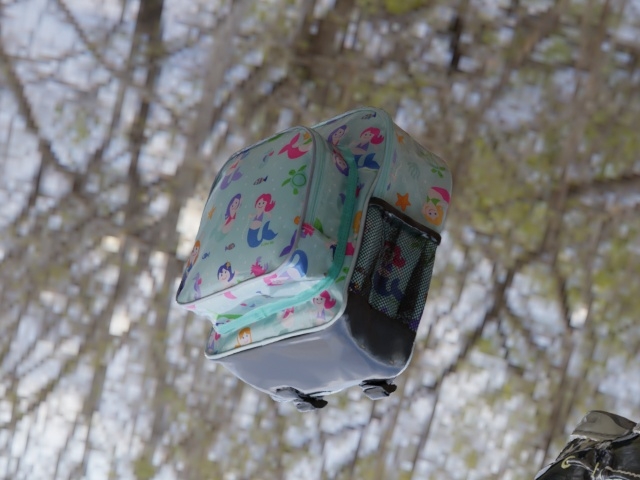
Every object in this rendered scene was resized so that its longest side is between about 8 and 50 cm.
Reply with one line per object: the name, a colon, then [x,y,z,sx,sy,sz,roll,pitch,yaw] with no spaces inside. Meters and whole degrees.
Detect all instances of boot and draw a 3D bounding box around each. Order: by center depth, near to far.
boot: [0.146,0.186,1.001,0.085,0.178,0.236,46,174,-5]

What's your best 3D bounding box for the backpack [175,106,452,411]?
backpack: [0.000,0.000,1.596,0.191,0.254,0.225,39,145,-26]
